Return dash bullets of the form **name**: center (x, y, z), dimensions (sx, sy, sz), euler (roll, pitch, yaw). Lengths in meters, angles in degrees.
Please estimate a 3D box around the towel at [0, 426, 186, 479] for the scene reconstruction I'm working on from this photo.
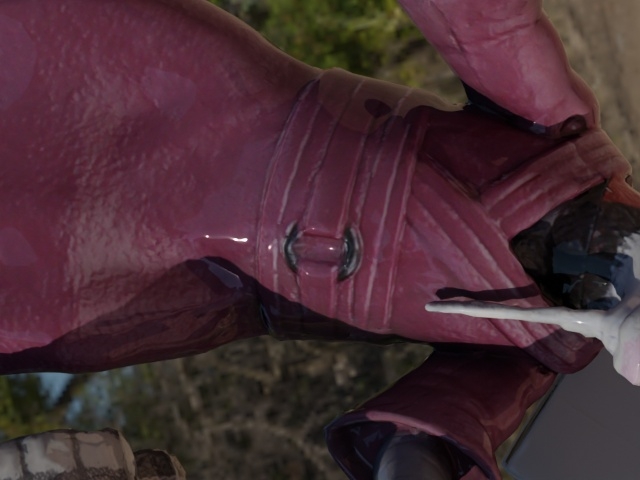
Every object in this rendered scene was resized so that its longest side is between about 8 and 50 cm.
- **towel**: center (-0.156, 0.215, 0.536), dimensions (0.121, 0.284, 0.235), euler (42, -149, -64)

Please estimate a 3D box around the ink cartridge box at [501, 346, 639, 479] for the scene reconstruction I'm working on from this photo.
- **ink cartridge box**: center (0.176, 0.123, 0.753), dimensions (0.153, 0.087, 0.208), euler (33, 174, 17)

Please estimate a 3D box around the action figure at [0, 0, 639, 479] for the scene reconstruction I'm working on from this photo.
- **action figure**: center (0.000, 0.000, 0.602), dimensions (0.276, 0.370, 0.248), euler (10, -87, -82)
